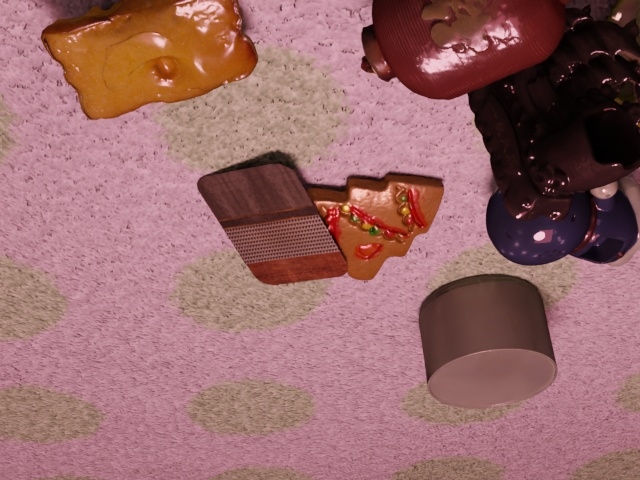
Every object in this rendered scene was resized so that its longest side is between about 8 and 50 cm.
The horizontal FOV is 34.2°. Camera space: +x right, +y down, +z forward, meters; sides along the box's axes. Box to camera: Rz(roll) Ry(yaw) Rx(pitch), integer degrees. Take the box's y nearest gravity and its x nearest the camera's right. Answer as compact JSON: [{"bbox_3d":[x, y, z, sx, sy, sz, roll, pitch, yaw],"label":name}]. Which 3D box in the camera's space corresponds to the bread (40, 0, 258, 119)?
[{"bbox_3d":[-0.198,-0.236,1.243,0.232,0.088,0.161,-10,150,5],"label":"bread"}]

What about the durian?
[{"bbox_3d":[0.397,-0.244,1.264,0.086,0.100,0.216,2,100,-6],"label":"durian"}]

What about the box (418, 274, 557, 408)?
[{"bbox_3d":[0.291,0.181,1.831,0.226,0.149,0.226,-3,145,-2],"label":"box"}]

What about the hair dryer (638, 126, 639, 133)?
[{"bbox_3d":[0.433,-0.159,1.407,0.071,0.125,0.219,-14,160,18],"label":"hair dryer"}]

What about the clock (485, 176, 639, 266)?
[{"bbox_3d":[0.363,-0.036,1.540,0.243,0.147,0.199,4,150,-24],"label":"clock"}]

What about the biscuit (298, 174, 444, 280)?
[{"bbox_3d":[0.082,-0.028,1.583,0.238,0.041,0.212,-26,130,18],"label":"biscuit"}]

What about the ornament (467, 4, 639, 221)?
[{"bbox_3d":[0.316,-0.171,1.250,0.106,0.251,0.260,3,148,-38],"label":"ornament"}]

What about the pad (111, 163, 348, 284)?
[{"bbox_3d":[-0.145,0.012,1.588,0.323,0.055,0.250,-22,131,11],"label":"pad"}]

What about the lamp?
[{"bbox_3d":[0.161,-0.261,1.176,0.258,0.180,0.180,-19,143,23],"label":"lamp"}]
